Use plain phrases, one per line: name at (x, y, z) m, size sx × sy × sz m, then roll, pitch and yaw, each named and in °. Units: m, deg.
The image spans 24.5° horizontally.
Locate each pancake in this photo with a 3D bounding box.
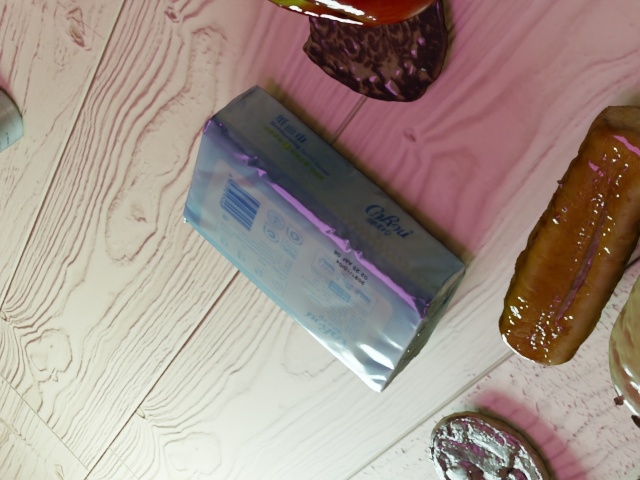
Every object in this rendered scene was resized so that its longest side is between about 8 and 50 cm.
pancake at (0.173, 0.230, 1.450) m, size 0.158 × 0.028 × 0.158 m, roll 29°, pitch 143°, yaw 25°
pancake at (0.031, -0.191, 1.181) m, size 0.190 × 0.020 × 0.184 m, roll -11°, pitch 115°, yaw 54°

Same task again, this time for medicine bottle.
medicine bottle at (-0.418, -0.119, 1.711) m, size 0.080 × 0.130 × 0.080 m, roll 33°, pitch 146°, yaw 26°

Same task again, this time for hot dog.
hot dog at (0.205, 0.001, 1.129) m, size 0.088 × 0.061 × 0.286 m, roll 38°, pitch 146°, yaw 11°

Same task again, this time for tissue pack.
tissue pack at (0.000, 0.000, 1.362) m, size 0.263 × 0.089 × 0.177 m, roll 39°, pitch 149°, yaw 11°

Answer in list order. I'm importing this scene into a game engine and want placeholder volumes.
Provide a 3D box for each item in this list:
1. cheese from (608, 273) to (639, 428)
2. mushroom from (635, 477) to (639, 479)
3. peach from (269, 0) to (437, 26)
cheese at (0.273, 0.057, 1.055) m, size 0.167 × 0.094 × 0.123 m, roll 104°, pitch 162°, yaw -53°
mushroom at (0.267, 0.261, 1.330) m, size 0.054 × 0.059 × 0.202 m, roll 60°, pitch 151°, yaw 15°
peach at (0.032, -0.262, 1.002) m, size 0.196 × 0.226 × 0.190 m, roll 14°, pitch -176°, yaw -5°
